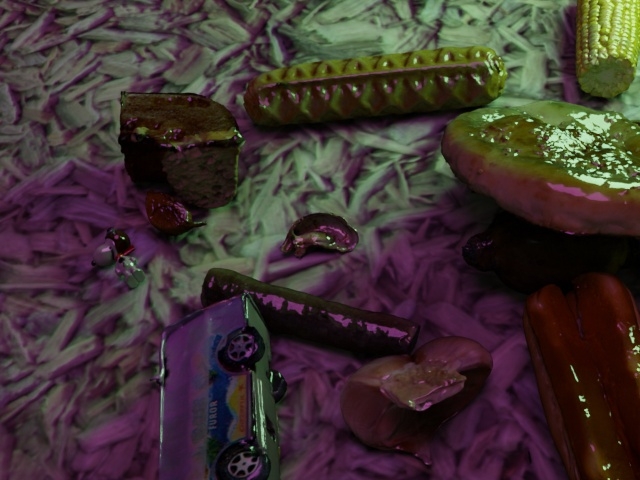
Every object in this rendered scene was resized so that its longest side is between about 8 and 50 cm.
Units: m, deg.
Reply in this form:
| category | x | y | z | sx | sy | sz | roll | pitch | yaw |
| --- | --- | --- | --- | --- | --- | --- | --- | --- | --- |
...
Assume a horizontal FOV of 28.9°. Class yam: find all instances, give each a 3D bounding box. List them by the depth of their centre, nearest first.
| category | x | y | z | sx | sy | sz | roll | pitch | yaw |
| --- | --- | --- | --- | --- | --- | --- | --- | --- | --- |
| yam | -0.016 | 0.089 | 1.476 | 0.274 | 0.061 | 0.061 | 14 | 52 | 19 |

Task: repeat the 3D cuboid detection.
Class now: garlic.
| category | x | y | z | sx | sy | sz | roll | pitch | yaw |
| --- | --- | --- | --- | --- | --- | --- | --- | --- | --- |
| garlic | 0.111 | 0.166 | 1.371 | 0.174 | 0.099 | 0.124 | -22 | 36 | -14 |

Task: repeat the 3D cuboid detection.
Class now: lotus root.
| category | x | y | z | sx | sy | sz | roll | pitch | yaw |
| --- | --- | --- | --- | --- | --- | --- | --- | --- | --- |
| lotus root | 0.271 | 0.004 | 1.467 | 0.209 | 0.120 | 0.120 | -2 | 48 | -1 |

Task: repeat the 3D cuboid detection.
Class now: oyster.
| category | x | y | z | sx | sy | sz | roll | pitch | yaw |
| --- | --- | --- | --- | --- | --- | --- | --- | --- | --- |
| oyster | 0.000 | 0.000 | 1.580 | 0.083 | 0.038 | 0.081 | 34 | 84 | 0 |

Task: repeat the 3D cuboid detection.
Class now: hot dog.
| category | x | y | z | sx | sy | sz | roll | pitch | yaw |
| --- | --- | --- | --- | --- | --- | --- | --- | --- | --- |
| hot dog | 0.307 | 0.179 | 1.320 | 0.135 | 0.100 | 0.337 | -16 | 47 | 5 |

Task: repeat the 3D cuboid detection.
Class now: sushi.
| category | x | y | z | sx | sy | sz | roll | pitch | yaw |
| --- | --- | --- | --- | --- | --- | --- | --- | --- | --- |
| sushi | -0.197 | -0.034 | 1.621 | 0.099 | 0.047 | 0.050 | 39 | 98 | 25 |

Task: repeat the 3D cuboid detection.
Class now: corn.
| category | x | y | z | sx | sy | sz | roll | pitch | yaw |
| --- | --- | --- | --- | --- | --- | --- | --- | --- | --- |
| corn | 0.402 | -0.305 | 1.737 | 0.093 | 0.093 | 0.244 | 4 | 53 | 12 |

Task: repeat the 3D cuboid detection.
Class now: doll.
| category | x | y | z | sx | sy | sz | roll | pitch | yaw |
| --- | --- | --- | --- | --- | --- | --- | --- | --- | --- |
| doll | -0.254 | 0.020 | 1.585 | 0.085 | 0.040 | 0.058 | 24 | 69 | 32 |

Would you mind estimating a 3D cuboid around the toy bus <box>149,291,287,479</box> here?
| category | x | y | z | sx | sy | sz | roll | pitch | yaw |
| --- | --- | --- | --- | --- | --- | --- | --- | --- | --- |
| toy bus | -0.108 | 0.212 | 1.352 | 0.138 | 0.112 | 0.317 | -15 | 46 | 9 |

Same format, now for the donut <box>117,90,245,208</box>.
| category | x | y | z | sx | sy | sz | roll | pitch | yaw |
| --- | --- | --- | --- | --- | --- | --- | --- | --- | --- |
| donut | -0.181 | -0.124 | 1.645 | 0.186 | 0.126 | 0.144 | 4 | 38 | 5 |

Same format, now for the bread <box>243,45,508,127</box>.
| category | x | y | z | sx | sy | sz | roll | pitch | yaw |
| --- | --- | --- | --- | --- | --- | --- | --- | --- | --- |
| bread | 0.075 | -0.213 | 1.718 | 0.367 | 0.077 | 0.084 | -6 | 44 | 5 |

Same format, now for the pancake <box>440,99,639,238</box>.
| category | x | y | z | sx | sy | sz | roll | pitch | yaw |
| --- | --- | --- | --- | --- | --- | --- | --- | --- | --- |
| pancake | 0.326 | -0.101 | 1.479 | 0.386 | 0.082 | 0.387 | 5 | 22 | -2 |
